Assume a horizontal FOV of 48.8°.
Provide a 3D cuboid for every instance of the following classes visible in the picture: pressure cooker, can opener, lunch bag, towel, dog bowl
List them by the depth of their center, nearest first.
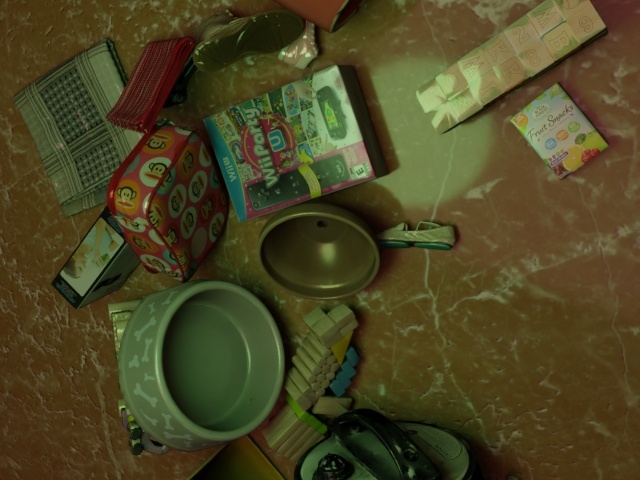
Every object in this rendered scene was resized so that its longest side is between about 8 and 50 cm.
[{"bbox_3d":[0.134,0.532,1.324,0.370,0.375,0.420,-3,102,25],"label":"pressure cooker"},{"bbox_3d":[-0.338,-0.307,1.377,0.275,0.031,0.198,22,84,58],"label":"towel"},{"bbox_3d":[-0.215,0.236,1.386,0.102,0.349,0.348,-19,95,44],"label":"dog bowl"},{"bbox_3d":[-0.277,-0.086,1.388,0.120,0.258,0.293,16,149,19],"label":"lunch bag"},{"bbox_3d":[-0.285,-0.351,1.455,0.073,0.059,0.186,44,114,7],"label":"can opener"},{"bbox_3d":[-0.527,-0.237,1.579,0.312,0.056,0.324,-21,95,24],"label":"towel"}]

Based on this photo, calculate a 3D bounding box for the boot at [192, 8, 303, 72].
[{"bbox_3d":[-0.145,-0.400,1.346,0.213,0.165,0.077,-22,122,1],"label":"boot"}]

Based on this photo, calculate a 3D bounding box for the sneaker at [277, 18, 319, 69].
[{"bbox_3d":[-0.022,-0.391,1.352,0.070,0.051,0.134,29,105,-2],"label":"sneaker"}]

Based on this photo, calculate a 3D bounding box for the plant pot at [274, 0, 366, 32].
[{"bbox_3d":[-0.011,-0.512,1.215,0.243,0.275,0.275,40,113,-1],"label":"plant pot"}]

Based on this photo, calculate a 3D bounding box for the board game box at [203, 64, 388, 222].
[{"bbox_3d":[-0.049,-0.184,1.383,0.303,0.097,0.224,-17,95,25],"label":"board game box"}]

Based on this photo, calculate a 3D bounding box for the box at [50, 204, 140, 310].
[{"bbox_3d":[-0.442,0.008,1.542,0.087,0.169,0.290,45,112,4],"label":"box"}]

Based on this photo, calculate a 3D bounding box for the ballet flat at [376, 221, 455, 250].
[{"bbox_3d":[0.178,-0.010,1.365,0.168,0.057,0.052,3,75,17],"label":"ballet flat"}]

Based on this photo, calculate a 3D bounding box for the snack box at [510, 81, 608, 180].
[{"bbox_3d":[0.415,-0.189,1.230,0.100,0.037,0.141,-39,86,23],"label":"snack box"}]

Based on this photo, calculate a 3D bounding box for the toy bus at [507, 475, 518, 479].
[{"bbox_3d":[0.433,0.587,1.365,0.104,0.191,0.202,4,110,-24],"label":"toy bus"}]

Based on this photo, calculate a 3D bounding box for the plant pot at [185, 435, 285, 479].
[{"bbox_3d":[-0.216,0.595,1.579,0.212,0.212,0.187,49,127,5],"label":"plant pot"}]

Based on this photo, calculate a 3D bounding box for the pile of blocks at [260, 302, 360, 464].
[{"bbox_3d":[-0.011,0.290,1.487,0.112,0.149,0.362,40,110,56],"label":"pile of blocks"}]

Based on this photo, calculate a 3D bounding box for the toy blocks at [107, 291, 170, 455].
[{"bbox_3d":[-0.298,0.262,1.503,0.260,0.309,0.288,-6,93,-20],"label":"toy blocks"}]

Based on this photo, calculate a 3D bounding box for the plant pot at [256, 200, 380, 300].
[{"bbox_3d":[0.000,0.000,1.373,0.237,0.109,0.237,4,135,4],"label":"plant pot"}]

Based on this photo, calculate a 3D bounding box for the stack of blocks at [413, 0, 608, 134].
[{"bbox_3d":[0.316,-0.296,1.172,0.297,0.171,0.087,-32,89,25],"label":"stack of blocks"}]
